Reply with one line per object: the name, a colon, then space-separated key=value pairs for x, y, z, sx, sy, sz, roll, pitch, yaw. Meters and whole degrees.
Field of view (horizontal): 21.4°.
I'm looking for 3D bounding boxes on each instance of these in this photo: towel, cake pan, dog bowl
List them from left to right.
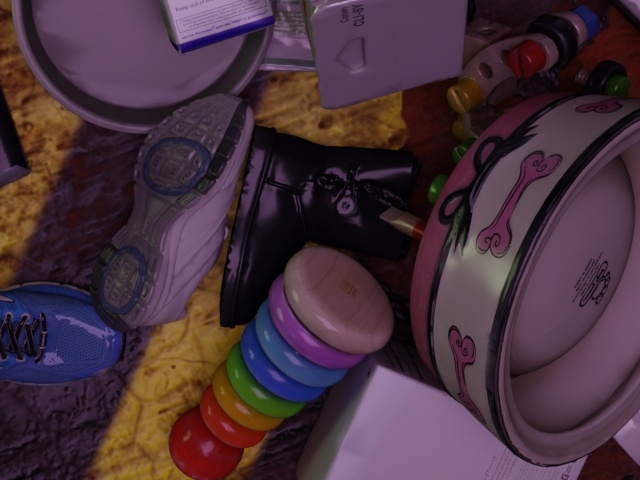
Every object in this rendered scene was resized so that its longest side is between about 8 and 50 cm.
cake pan: x=-0.197 y=-0.267 z=1.895 sx=0.293 sy=0.054 sz=0.293 roll=-3 pitch=105 yaw=-10
towel: x=-0.017 y=-0.268 z=1.942 sx=0.113 sy=0.023 sz=0.152 roll=2 pitch=100 yaw=-6
dog bowl: x=0.257 y=0.024 z=1.780 sx=0.408 sy=0.150 sz=0.408 roll=-28 pitch=131 yaw=-38

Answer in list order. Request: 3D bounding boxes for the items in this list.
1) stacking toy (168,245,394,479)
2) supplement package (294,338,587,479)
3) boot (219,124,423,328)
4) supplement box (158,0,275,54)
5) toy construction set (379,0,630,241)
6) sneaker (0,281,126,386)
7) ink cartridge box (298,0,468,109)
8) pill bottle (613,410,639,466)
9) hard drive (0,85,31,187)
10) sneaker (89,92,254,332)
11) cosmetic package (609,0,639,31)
stacking toy: x=-0.063 y=0.157 z=1.930 sx=0.141 sy=0.141 sz=0.330 roll=36 pitch=122 yaw=-10
supplement package: x=0.133 y=0.253 z=1.958 sx=0.263 sy=0.198 sz=0.199 roll=23 pitch=98 yaw=-9
boot: x=0.000 y=0.000 z=1.953 sx=0.207 sy=0.094 sz=0.246 roll=13 pitch=93 yaw=-3
supplement box: x=-0.136 y=-0.325 z=1.804 sx=0.114 sy=0.111 sz=0.220 roll=-19 pitch=108 yaw=-5
toy construction set: x=0.165 y=-0.140 z=1.897 sx=0.309 sy=0.237 sz=0.257 roll=-53 pitch=145 yaw=-15
sneaker: x=-0.386 y=0.113 z=1.915 sx=0.330 sy=0.147 sz=0.129 roll=4 pitch=100 yaw=-7
ink cartridge box: x=0.030 y=-0.366 z=1.723 sx=0.160 sy=0.279 sz=0.384 roll=-13 pitch=73 yaw=0
pill bottle: x=0.436 y=0.127 z=1.981 sx=0.278 sy=0.162 sz=0.162 roll=-41 pitch=101 yaw=4
hard drive: x=-0.475 y=-0.107 z=1.915 sx=0.255 sy=0.054 sz=0.172 roll=-18 pitch=101 yaw=-2
sneaker: x=-0.154 y=-0.033 z=1.925 sx=0.111 sy=0.129 sz=0.297 roll=36 pitch=104 yaw=29
cosmetic package: x=0.438 y=-0.259 z=1.943 sx=0.238 sy=0.107 sz=0.127 roll=40 pitch=97 yaw=-13
